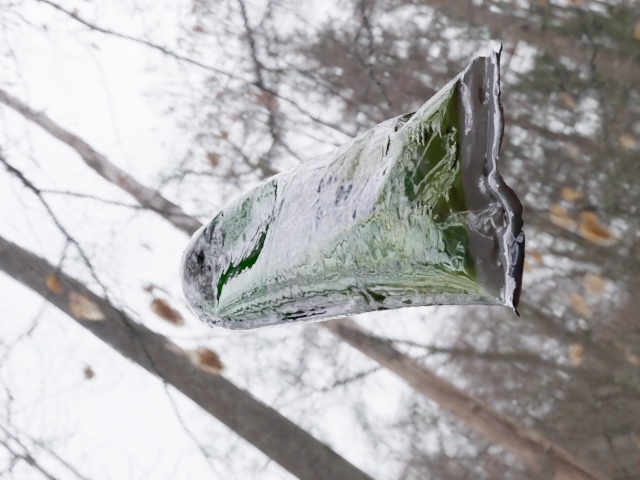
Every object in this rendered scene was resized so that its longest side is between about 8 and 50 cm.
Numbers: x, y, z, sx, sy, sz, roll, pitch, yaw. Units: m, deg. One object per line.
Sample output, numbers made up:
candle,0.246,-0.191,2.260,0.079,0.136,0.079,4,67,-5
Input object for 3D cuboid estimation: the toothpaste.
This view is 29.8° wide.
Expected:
toothpaste,0.000,0.000,0.443,0.047,0.248,0.078,2,-99,-26
